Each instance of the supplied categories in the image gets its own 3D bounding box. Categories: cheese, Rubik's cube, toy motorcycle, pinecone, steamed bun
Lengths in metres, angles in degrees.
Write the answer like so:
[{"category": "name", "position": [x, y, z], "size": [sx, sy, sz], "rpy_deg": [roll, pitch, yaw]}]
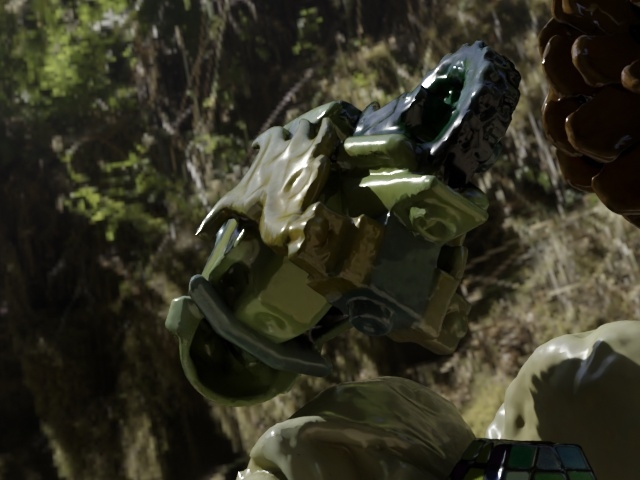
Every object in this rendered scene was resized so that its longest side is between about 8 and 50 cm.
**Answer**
[{"category": "cheese", "position": [0.256, 0.228, 0.937], "size": [0.115, 0.326, 0.318], "rpy_deg": [-8, -47, -27]}, {"category": "Rubik's cube", "position": [0.145, 0.194, 0.794], "size": [0.133, 0.133, 0.112], "rpy_deg": [-36, -2, 35]}, {"category": "toy motorcycle", "position": [0.000, 0.000, 0.900], "size": [0.168, 0.237, 0.410], "rpy_deg": [30, -31, -19]}, {"category": "pinecone", "position": [0.381, -0.178, 1.090], "size": [0.384, 0.385, 0.384], "rpy_deg": [-10, -29, -6]}, {"category": "steamed bun", "position": [0.026, 0.300, 0.925], "size": [0.339, 0.247, 0.352], "rpy_deg": [-61, -20, 15]}]
